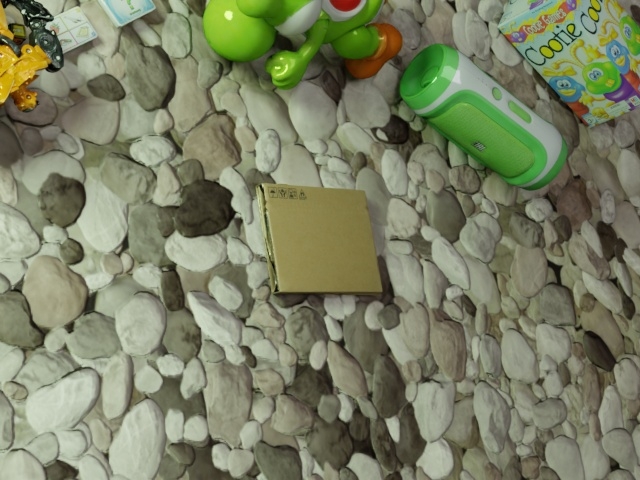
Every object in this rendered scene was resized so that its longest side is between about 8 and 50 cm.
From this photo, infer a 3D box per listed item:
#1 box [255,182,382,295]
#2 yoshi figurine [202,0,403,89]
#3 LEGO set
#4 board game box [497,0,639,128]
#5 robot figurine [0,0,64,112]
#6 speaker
[{"bbox_3d":[0.000,0.000,1.889,0.201,0.021,0.164,2,73,-41],"label":"box"},{"bbox_3d":[-0.043,-0.332,1.910,0.362,0.203,0.203,0,114,-55],"label":"yoshi figurine"},{"bbox_3d":[-0.342,-0.349,1.699,0.244,0.060,0.182,-37,96,-42],"label":"LEGO set"},{"bbox_3d":[0.480,-0.365,2.359,0.275,0.144,0.142,43,51,-20],"label":"board game box"},{"bbox_3d":[-0.448,-0.267,1.548,0.291,0.085,0.211,51,53,-13],"label":"robot figurine"},{"bbox_3d":[0.272,-0.201,2.128,0.296,0.131,0.131,33,55,-28],"label":"speaker"}]
